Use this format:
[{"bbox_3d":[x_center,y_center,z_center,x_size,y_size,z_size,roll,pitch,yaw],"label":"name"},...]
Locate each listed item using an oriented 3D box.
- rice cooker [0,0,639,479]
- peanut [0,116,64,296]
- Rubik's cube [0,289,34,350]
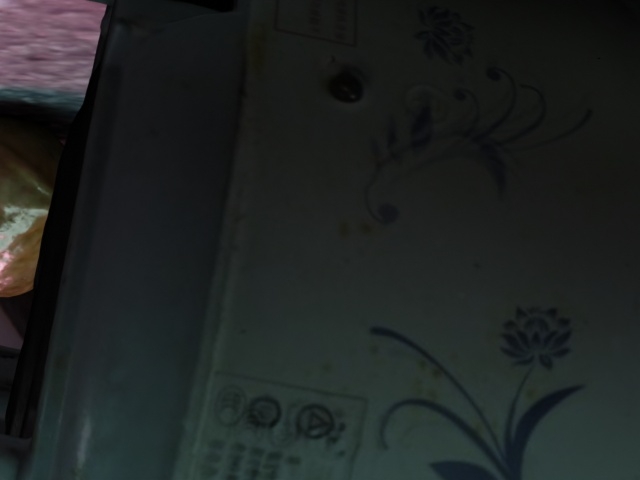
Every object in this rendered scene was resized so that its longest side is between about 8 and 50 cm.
[{"bbox_3d":[0.048,0.040,0.539,0.316,0.317,0.264,2,-151,-3],"label":"rice cooker"},{"bbox_3d":[-0.171,-0.013,0.870,0.089,0.089,0.193,7,166,-32],"label":"peanut"},{"bbox_3d":[-0.050,0.183,1.003,0.307,0.310,0.305,0,-155,-31],"label":"Rubik's cube"}]
